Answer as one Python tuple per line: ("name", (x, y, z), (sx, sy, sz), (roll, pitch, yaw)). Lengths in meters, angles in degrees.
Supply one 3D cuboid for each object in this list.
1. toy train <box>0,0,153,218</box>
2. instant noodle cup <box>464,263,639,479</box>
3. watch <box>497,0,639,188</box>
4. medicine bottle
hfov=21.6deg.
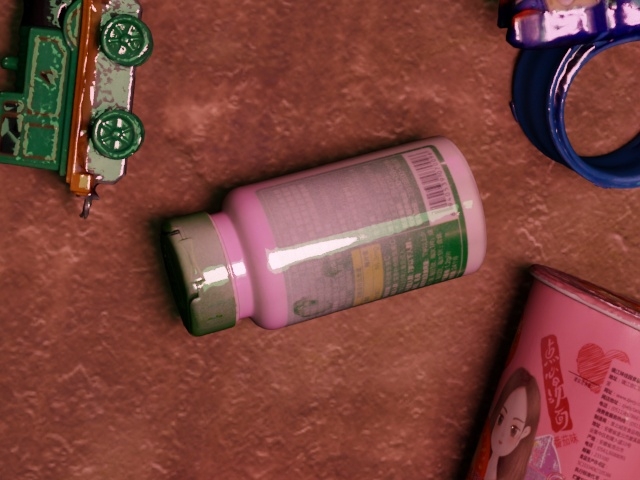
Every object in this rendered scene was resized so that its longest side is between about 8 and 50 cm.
("toy train", (-0.215, -0.133, 1.441), (0.136, 0.091, 0.228), (4, 94, -5))
("instant noodle cup", (0.259, 0.172, 1.532), (0.243, 0.243, 0.231), (21, 96, -16))
("watch", (0.261, -0.149, 1.541), (0.196, 0.171, 0.200), (-9, 109, -2))
("medicine bottle", (0.000, 0.000, 1.488), (0.274, 0.133, 0.133), (-14, 99, -14))
